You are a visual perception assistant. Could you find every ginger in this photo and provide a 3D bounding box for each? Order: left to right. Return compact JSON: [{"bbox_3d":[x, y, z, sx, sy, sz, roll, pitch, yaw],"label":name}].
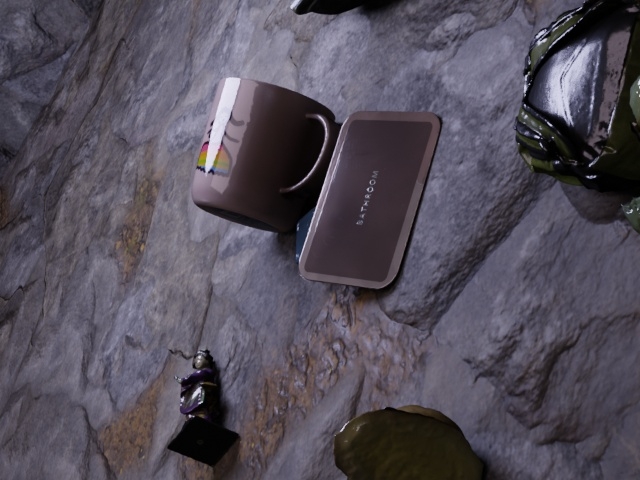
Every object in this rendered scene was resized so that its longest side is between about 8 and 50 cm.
[{"bbox_3d":[0.082,0.225,1.346,0.115,0.193,0.122,-57,32,9],"label":"ginger"}]

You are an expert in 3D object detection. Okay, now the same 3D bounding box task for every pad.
[{"bbox_3d":[0.067,-0.062,1.709,0.176,0.002,0.266,6,73,39],"label":"pad"}]

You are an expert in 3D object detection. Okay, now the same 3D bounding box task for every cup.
[{"bbox_3d":[-0.073,-0.123,1.877,0.253,0.191,0.200,9,80,44],"label":"cup"}]

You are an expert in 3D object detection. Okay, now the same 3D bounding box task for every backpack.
[{"bbox_3d":[0.294,-0.155,1.320,0.253,0.140,0.207,-175,100,-72],"label":"backpack"}]

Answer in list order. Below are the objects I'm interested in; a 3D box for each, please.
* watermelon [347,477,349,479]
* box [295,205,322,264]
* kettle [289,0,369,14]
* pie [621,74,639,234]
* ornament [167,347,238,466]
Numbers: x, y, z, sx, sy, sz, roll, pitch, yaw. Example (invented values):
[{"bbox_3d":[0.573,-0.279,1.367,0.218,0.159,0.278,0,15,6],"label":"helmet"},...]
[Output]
[{"bbox_3d":[0.070,0.281,1.445,0.078,0.078,0.110,-26,49,49],"label":"watermelon"},{"bbox_3d":[0.000,0.000,1.785,0.074,0.054,0.099,-37,40,39],"label":"box"},{"bbox_3d":[0.040,-0.478,1.928,0.271,0.207,0.250,-45,42,47],"label":"kettle"},{"bbox_3d":[0.372,-0.036,1.029,0.067,0.302,0.302,-29,17,-26],"label":"pie"},{"bbox_3d":[-0.193,0.243,1.896,0.088,0.081,0.203,-48,34,28],"label":"ornament"}]
